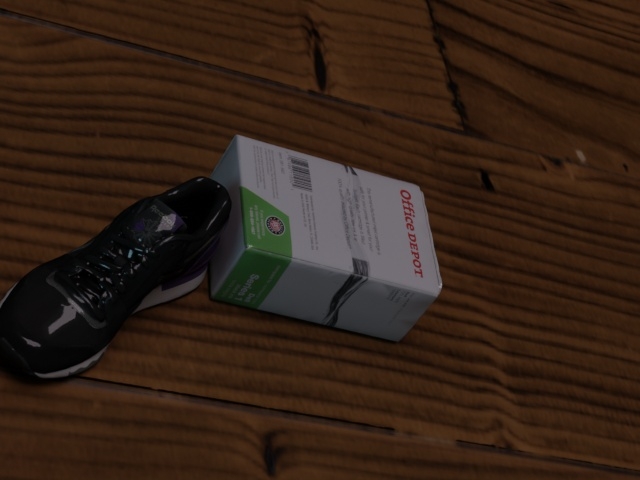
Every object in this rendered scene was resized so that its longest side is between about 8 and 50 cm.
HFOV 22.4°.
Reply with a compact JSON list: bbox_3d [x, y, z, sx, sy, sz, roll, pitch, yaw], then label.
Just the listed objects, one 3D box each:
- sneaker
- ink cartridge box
[{"bbox_3d":[-0.188,0.017,1.484,0.107,0.124,0.283,42,40,8],"label":"sneaker"},{"bbox_3d":[0.000,0.000,1.657,0.219,0.092,0.160,15,44,-23],"label":"ink cartridge box"}]
